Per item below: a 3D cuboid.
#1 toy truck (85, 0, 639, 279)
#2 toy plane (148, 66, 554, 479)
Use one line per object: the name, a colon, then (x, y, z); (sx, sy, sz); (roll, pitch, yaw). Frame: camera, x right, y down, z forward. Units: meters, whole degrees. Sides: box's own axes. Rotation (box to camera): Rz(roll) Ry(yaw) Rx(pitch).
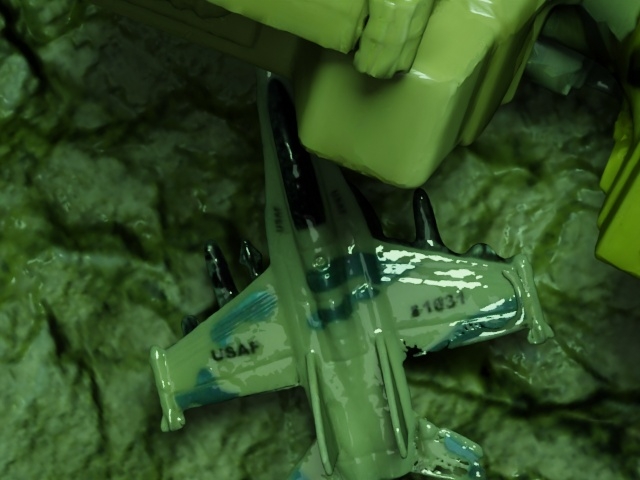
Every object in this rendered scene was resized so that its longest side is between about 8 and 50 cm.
toy truck: (0.084, -0.115, 0.677); (0.405, 0.254, 0.180); (26, 131, 4)
toy plane: (0.001, 0.000, 0.806); (0.192, 0.088, 0.262); (-13, 86, 6)
